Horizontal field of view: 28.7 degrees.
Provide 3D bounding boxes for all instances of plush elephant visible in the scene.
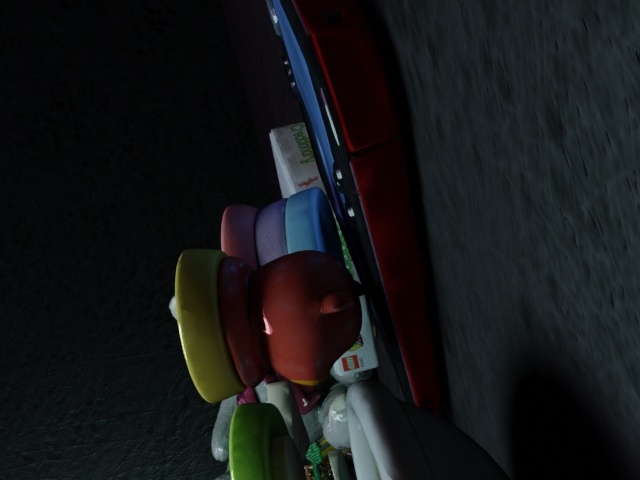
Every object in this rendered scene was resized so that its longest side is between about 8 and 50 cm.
[{"bbox_3d":[-0.074,0.153,1.673,0.255,0.272,0.330,51,-154,-11],"label":"plush elephant"}]

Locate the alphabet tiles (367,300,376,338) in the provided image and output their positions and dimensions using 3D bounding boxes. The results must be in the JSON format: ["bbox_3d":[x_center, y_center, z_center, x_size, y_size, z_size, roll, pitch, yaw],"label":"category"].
[{"bbox_3d":[0.015,-0.066,1.478,0.285,0.011,0.342,84,170,-65],"label":"alphabet tiles"}]

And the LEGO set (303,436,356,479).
[{"bbox_3d":[0.024,0.344,2.081,0.255,0.192,0.331,18,131,50],"label":"LEGO set"}]

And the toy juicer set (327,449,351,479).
[{"bbox_3d":[0.107,0.330,1.018,0.209,0.089,0.329,83,161,-64],"label":"toy juicer set"}]

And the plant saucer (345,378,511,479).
[{"bbox_3d":[0.109,0.258,0.655,0.400,0.100,0.400,166,90,-86],"label":"plant saucer"}]

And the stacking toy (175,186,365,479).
[{"bbox_3d":[-0.007,0.103,1.067,0.309,0.130,0.279,-71,-31,-72],"label":"stacking toy"}]

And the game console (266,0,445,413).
[{"bbox_3d":[0.014,-0.087,1.057,0.386,0.060,0.342,-109,6,-53],"label":"game console"}]

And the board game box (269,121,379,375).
[{"bbox_3d":[0.000,0.000,1.452,0.305,0.053,0.193,-112,9,-65],"label":"board game box"}]
